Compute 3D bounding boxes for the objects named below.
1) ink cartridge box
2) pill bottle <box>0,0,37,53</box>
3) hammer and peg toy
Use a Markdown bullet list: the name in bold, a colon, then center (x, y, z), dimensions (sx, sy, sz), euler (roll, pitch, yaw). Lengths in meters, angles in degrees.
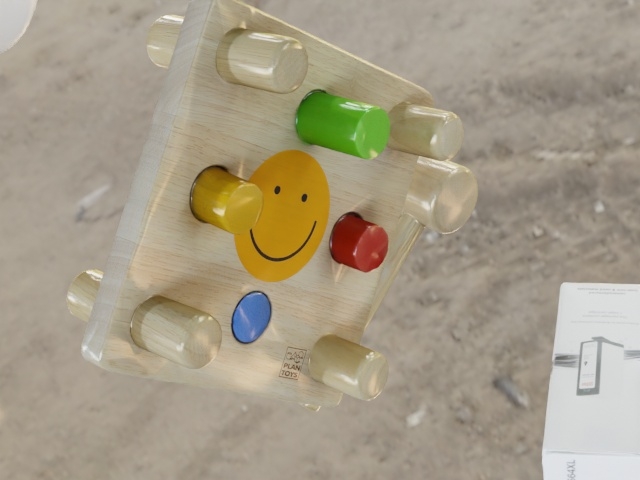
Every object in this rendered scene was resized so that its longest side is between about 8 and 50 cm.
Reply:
- **ink cartridge box**: center (0.245, 0.158, 1.239), dimensions (0.085, 0.148, 0.203), euler (1, 41, 14)
- **pill bottle**: center (-0.436, -0.224, 1.134), dimensions (0.224, 0.224, 0.392), euler (8, 16, 42)
- **hammer and peg toy**: center (0.000, 0.000, 1.035), dimensions (0.127, 0.361, 0.266), euler (18, 90, 41)
